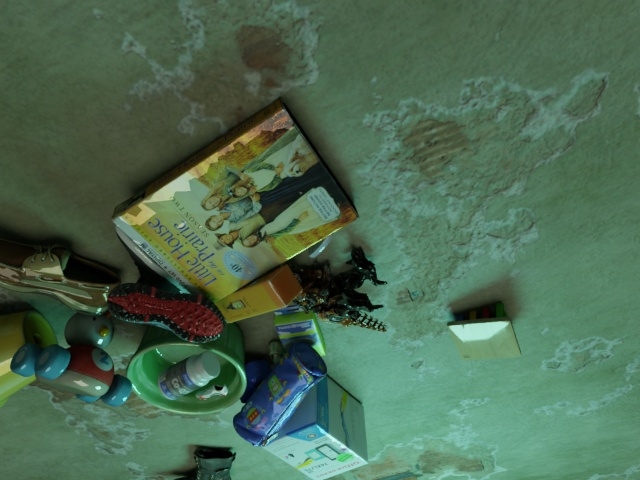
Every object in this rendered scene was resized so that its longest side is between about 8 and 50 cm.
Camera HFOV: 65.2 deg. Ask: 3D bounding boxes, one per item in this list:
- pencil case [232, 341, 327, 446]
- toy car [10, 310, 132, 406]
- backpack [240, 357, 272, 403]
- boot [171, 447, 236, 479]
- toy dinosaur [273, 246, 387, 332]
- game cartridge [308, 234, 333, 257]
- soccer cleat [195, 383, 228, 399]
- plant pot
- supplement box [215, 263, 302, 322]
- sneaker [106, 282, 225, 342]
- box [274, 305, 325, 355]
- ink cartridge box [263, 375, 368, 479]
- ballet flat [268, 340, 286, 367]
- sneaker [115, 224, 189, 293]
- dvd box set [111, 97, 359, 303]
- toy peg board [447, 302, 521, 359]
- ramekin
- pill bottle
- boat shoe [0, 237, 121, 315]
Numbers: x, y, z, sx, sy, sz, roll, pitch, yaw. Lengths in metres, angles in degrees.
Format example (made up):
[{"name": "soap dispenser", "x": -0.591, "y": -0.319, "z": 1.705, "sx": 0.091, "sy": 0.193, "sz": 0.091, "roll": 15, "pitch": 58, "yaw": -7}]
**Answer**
[{"name": "pencil case", "x": -0.108, "y": 0.418, "z": 1.334, "sx": 0.119, "sy": 0.133, "sz": 0.306, "roll": 25, "pitch": 107, "yaw": -44}, {"name": "toy car", "x": -0.562, "y": 0.249, "z": 1.218, "sx": 0.211, "sy": 0.237, "sz": 0.219, "roll": -6, "pitch": 143, "yaw": 34}, {"name": "backpack", "x": -0.189, "y": 0.401, "z": 1.438, "sx": 0.120, "sy": 0.101, "sz": 0.098, "roll": -49, "pitch": 152, "yaw": 25}, {"name": "boot", "x": -0.427, "y": 0.821, "z": 1.790, "sx": 0.263, "sy": 0.091, "sz": 0.228, "roll": -2, "pitch": 123, "yaw": -5}, {"name": "toy dinosaur", "x": 0.040, "y": 0.134, "z": 1.237, "sx": 0.322, "sy": 0.164, "sz": 0.218, "roll": 16, "pitch": 144, "yaw": -36}, {"name": "game cartridge", "x": 0.000, "y": 0.000, "z": 1.156, "sx": 0.017, "sy": 0.056, "sz": 0.083, "roll": 28, "pitch": 123, "yaw": -21}, {"name": "soccer cleat", "x": -0.279, "y": 0.385, "z": 1.283, "sx": 0.084, "sy": 0.029, "sz": 0.035, "roll": -5, "pitch": 120, "yaw": -2}, {"name": "plant pot", "x": -0.817, "y": 0.293, "z": 1.261, "sx": 0.239, "sy": 0.254, "sz": 0.253, "roll": -22, "pitch": 127, "yaw": -5}, {"name": "supplement box", "x": -0.154, "y": 0.129, "z": 1.182, "sx": 0.234, "sy": 0.080, "sz": 0.078, "roll": -22, "pitch": 106, "yaw": 41}, {"name": "sneaker", "x": -0.342, "y": 0.151, "z": 1.127, "sx": 0.262, "sy": 0.125, "sz": 0.104, "roll": 24, "pitch": 80, "yaw": -22}, {"name": "box", "x": -0.056, "y": 0.253, "z": 1.365, "sx": 0.109, "sy": 0.042, "sz": 0.178, "roll": -11, "pitch": 129, "yaw": 7}, {"name": "ink cartridge box", "x": -0.013, "y": 0.556, "z": 1.506, "sx": 0.198, "sy": 0.197, "sz": 0.270, "roll": -30, "pitch": 124, "yaw": 21}, {"name": "ballet flat", "x": -0.114, "y": 0.356, "z": 1.438, "sx": 0.057, "sy": 0.052, "sz": 0.168, "roll": -15, "pitch": 128, "yaw": 10}, {"name": "sneaker", "x": -0.408, "y": 0.081, "z": 1.175, "sx": 0.147, "sy": 0.104, "sz": 0.295, "roll": -27, "pitch": 129, "yaw": 12}, {"name": "dvd box set", "x": -0.171, "y": -0.060, "z": 1.065, "sx": 0.421, "sy": 0.062, "sz": 0.307, "roll": -30, "pitch": 123, "yaw": 11}, {"name": "toy peg board", "x": 0.447, "y": 0.245, "z": 1.364, "sx": 0.161, "sy": 0.079, "sz": 0.161, "roll": -10, "pitch": 129, "yaw": 26}, {"name": "ramekin", "x": -0.344, "y": 0.317, "z": 1.338, "sx": 0.304, "sy": 0.148, "sz": 0.303, "roll": -1, "pitch": 129, "yaw": -1}, {"name": "pill bottle", "x": -0.313, "y": 0.321, "z": 1.196, "sx": 0.137, "sy": 0.078, "sz": 0.078, "roll": -29, "pitch": 124, "yaw": 20}, {"name": "boat shoe", "x": -0.620, "y": 0.059, "z": 1.156, "sx": 0.324, "sy": 0.122, "sz": 0.120, "roll": 28, "pitch": 118, "yaw": -31}]
